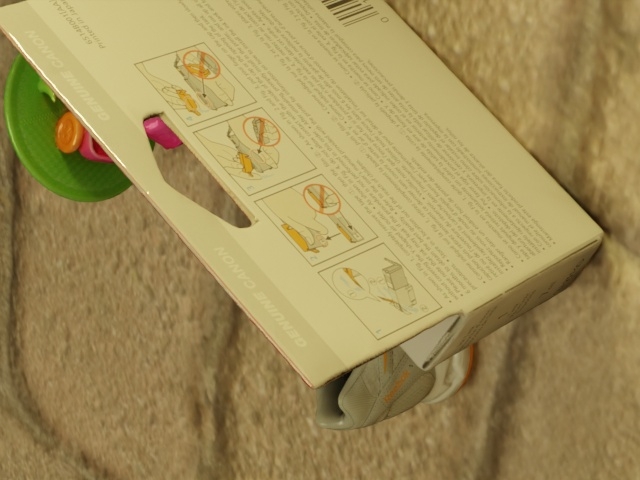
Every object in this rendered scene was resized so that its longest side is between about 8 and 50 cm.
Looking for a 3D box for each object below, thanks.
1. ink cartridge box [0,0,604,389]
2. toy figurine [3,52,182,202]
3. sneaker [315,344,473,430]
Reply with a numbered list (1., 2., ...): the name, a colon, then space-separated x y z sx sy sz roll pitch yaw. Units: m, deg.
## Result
1. ink cartridge box: -0.018 -0.049 1.119 0.296 0.261 0.066 49 137 18
2. toy figurine: -0.120 -0.120 1.308 0.159 0.130 0.173 -9 78 49
3. sneaker: 0.000 0.000 1.235 0.099 0.121 0.262 -27 88 51
